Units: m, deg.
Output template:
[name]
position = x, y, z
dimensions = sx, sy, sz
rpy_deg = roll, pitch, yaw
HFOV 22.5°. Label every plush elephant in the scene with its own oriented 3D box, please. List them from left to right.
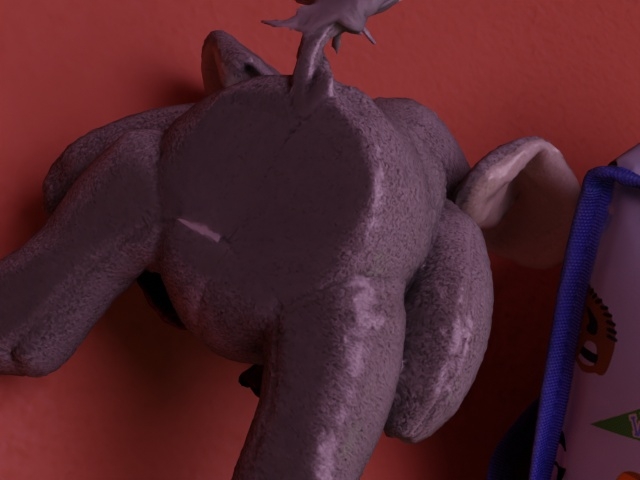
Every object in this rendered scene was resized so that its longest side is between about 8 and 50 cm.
[plush elephant]
position = 0.000, 0.000, 0.909
dimensions = 0.330, 0.271, 0.255
rpy_deg = -65, 157, 1

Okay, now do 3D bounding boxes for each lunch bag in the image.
[lunch bag]
position = 0.272, 0.092, 0.999
dimensions = 0.328, 0.239, 0.386
rpy_deg = -35, 138, -47
